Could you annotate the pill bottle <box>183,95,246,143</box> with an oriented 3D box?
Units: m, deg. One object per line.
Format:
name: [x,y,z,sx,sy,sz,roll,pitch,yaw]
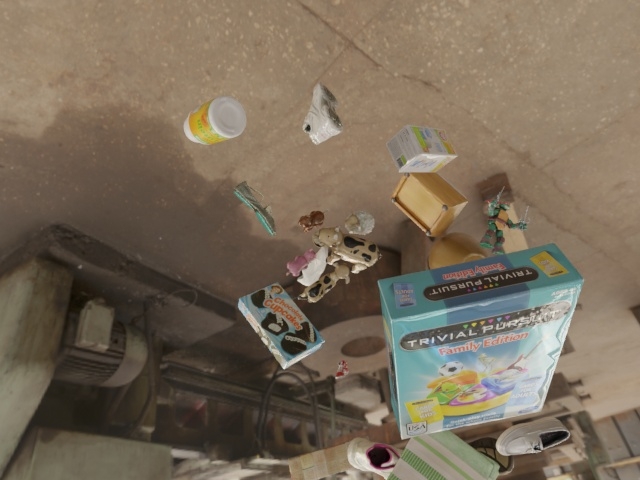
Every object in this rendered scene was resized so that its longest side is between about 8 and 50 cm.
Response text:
pill bottle: [-0.376,-0.407,1.506,0.136,0.137,0.245,24,166,-39]

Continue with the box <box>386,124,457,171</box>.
box: [0.332,-0.296,1.419,0.203,0.114,0.103,-6,158,-40]

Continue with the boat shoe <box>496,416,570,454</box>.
boat shoe: [0.539,0.505,1.099,0.184,0.066,0.063,-10,-173,-8]

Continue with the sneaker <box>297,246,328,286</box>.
sneaker: [-0.035,0.106,1.828,0.094,0.080,0.212,19,117,-10]

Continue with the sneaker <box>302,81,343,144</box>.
sneaker: [-0.010,-0.367,1.256,0.115,0.232,0.090,-32,131,27]

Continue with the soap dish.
soap dish: [0.440,-0.174,1.826,0.118,0.291,0.229,-31,157,-35]

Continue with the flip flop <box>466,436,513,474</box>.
flip flop: [0.527,0.716,1.415,0.080,0.112,0.277,31,144,-6]

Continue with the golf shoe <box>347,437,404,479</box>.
golf shoe: [0.245,0.751,1.462,0.306,0.115,0.140,20,152,-12]

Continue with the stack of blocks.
stack of blocks: [0.033,0.807,1.596,0.297,0.087,0.171,-12,156,-10]

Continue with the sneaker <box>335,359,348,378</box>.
sneaker: [0.095,0.594,2.005,0.042,0.067,0.118,-10,176,21]

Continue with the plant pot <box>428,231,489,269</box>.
plant pot: [0.585,0.095,1.764,0.237,0.237,0.254,-12,-175,3]

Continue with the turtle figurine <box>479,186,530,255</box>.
turtle figurine: [0.678,-0.070,1.623,0.175,0.234,0.118,23,173,-6]

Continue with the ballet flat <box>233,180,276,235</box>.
ballet flat: [-0.205,-0.114,1.475,0.068,0.213,0.072,-42,-178,-15]

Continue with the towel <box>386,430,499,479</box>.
towel: [0.327,0.713,1.249,0.325,0.247,0.038,-52,152,-16]

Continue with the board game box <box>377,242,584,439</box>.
board game box: [0.233,0.177,0.682,0.253,0.079,0.336,-12,130,0]

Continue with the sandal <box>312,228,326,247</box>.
sandal: [0.000,0.000,1.672,0.072,0.049,0.180,29,167,-3]

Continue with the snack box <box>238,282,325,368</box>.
snack box: [-0.154,0.319,1.682,0.187,0.322,0.060,-21,146,-38]

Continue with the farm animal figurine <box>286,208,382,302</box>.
farm animal figurine: [0.057,0.039,1.436,0.326,0.331,0.172,3,160,-22]
